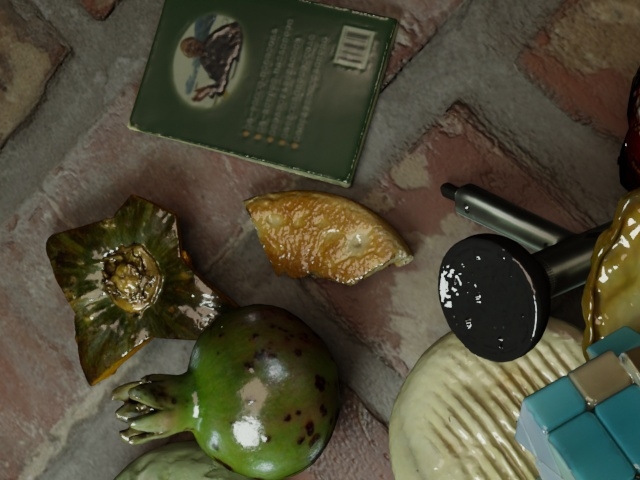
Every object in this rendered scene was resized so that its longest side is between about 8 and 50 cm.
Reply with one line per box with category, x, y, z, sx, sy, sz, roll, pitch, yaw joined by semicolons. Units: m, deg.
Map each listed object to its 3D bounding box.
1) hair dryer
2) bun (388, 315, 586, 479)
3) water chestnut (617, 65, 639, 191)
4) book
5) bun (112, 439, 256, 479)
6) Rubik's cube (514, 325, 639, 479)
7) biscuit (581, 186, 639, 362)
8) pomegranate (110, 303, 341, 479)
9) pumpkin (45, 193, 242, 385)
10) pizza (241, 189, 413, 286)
hair dryer;0.240;0.025;1.466;0.284;0.320;0.155;6;110;40
bun;0.263;0.280;1.442;0.361;0.213;0.361;-1;68;3
water chestnut;0.499;-0.137;1.381;0.244;0.289;0.289;8;87;15
book;-0.090;-0.246;1.688;0.371;0.043;0.260;16;88;16
bun;-0.194;0.408;1.559;0.283;0.179;0.283;-3;66;6
Rubik's cube;0.356;0.233;1.229;0.213;0.224;0.265;-27;64;-10
biscuit;0.475;0.060;1.289;0.335;0.078;0.329;21;120;3
pomegranate;-0.112;0.229;1.520;0.306;0.242;0.242;-31;73;-31
pumpkin;-0.267;0.066;1.683;0.290;0.095;0.258;-22;83;17
pizza;0.005;-0.005;1.627;0.271;0.056;0.134;7;85;16
